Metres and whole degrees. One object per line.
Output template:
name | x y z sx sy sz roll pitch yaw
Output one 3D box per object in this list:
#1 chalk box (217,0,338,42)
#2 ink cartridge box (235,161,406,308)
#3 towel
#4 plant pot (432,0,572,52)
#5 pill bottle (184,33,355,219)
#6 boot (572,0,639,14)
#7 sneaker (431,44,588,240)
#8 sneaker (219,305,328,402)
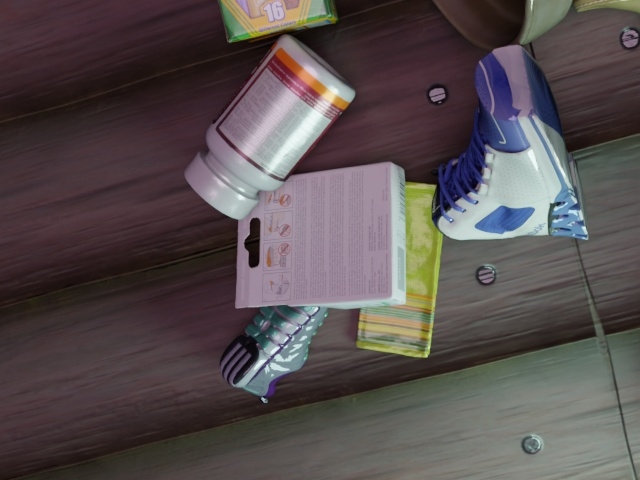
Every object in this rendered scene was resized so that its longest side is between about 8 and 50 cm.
chalk box | -0.065 -0.360 1.102 0.132 0.132 0.213 -11 101 9
ink cartridge box | 0.000 0.000 1.181 0.225 0.056 0.181 -6 74 26
towel | 0.108 0.038 1.217 0.102 0.021 0.237 6 101 4
plant pot | 0.251 -0.410 0.995 0.280 0.323 0.323 -29 97 -7
pill bottle | -0.068 -0.141 1.150 0.121 0.121 0.221 40 103 -2
boot | 0.438 -0.235 1.094 0.262 0.095 0.203 -4 102 4
sneaker | 0.205 -0.075 1.074 0.182 0.315 0.127 -13 58 20
sneaker | -0.036 0.119 1.236 0.223 0.083 0.098 -46 133 0
